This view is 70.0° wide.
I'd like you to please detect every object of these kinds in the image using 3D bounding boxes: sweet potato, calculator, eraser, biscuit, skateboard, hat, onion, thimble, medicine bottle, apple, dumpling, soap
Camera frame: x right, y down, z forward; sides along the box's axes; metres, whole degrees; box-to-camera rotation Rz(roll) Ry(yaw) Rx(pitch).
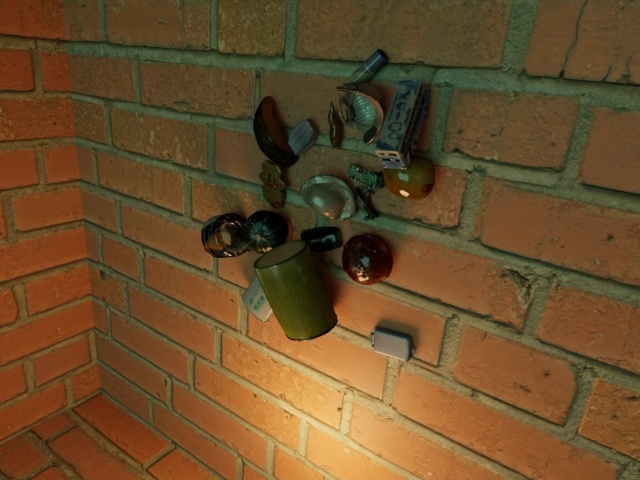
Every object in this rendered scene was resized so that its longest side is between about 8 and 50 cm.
[{"bbox_3d":[0.056,-0.463,1.837,0.057,0.056,0.194,5,115,34],"label":"sweet potato"},{"bbox_3d":[0.304,0.443,1.951,0.211,0.039,0.120,9,111,33],"label":"calculator"},{"bbox_3d":[-0.261,0.250,2.257,0.189,0.104,0.290,48,125,19],"label":"eraser"},{"bbox_3d":[-0.221,-0.252,2.091,0.166,0.036,0.225,27,130,29],"label":"biscuit"},{"bbox_3d":[0.191,-0.157,1.839,0.080,0.067,0.151,-32,81,28],"label":"skateboard"},{"bbox_3d":[0.162,-0.482,1.644,0.161,0.275,0.232,-35,109,0],"label":"hat"},{"bbox_3d":[0.172,0.084,1.858,0.230,0.164,0.229,17,116,40],"label":"onion"},{"bbox_3d":[-0.456,-0.017,2.247,0.150,0.237,0.237,-9,99,41],"label":"thimble"},{"bbox_3d":[0.153,-0.618,1.721,0.231,0.059,0.059,-36,82,37],"label":"medicine bottle"},{"bbox_3d":[0.322,-0.226,1.650,0.183,0.182,0.155,10,119,33],"label":"apple"},{"bbox_3d":[0.040,-0.189,1.890,0.247,0.142,0.172,28,118,0],"label":"dumpling"},{"bbox_3d":[-0.072,-0.444,1.936,0.149,0.056,0.100,-39,83,37],"label":"soap"}]

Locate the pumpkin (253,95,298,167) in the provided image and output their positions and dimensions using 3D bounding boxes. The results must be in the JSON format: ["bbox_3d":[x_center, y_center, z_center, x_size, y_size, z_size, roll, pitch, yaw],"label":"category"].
[{"bbox_3d":[-0.243,-0.455,2.002,0.169,0.148,0.312,-23,88,36],"label":"pumpkin"}]

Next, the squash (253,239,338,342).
[{"bbox_3d":[-0.105,0.224,1.995,0.263,0.263,0.384,-9,111,37],"label":"squash"}]

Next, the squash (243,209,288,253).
[{"bbox_3d":[-0.252,-0.039,2.115,0.218,0.172,0.217,6,102,29],"label":"squash"}]

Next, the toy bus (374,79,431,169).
[{"bbox_3d":[0.285,-0.399,1.571,0.106,0.131,0.297,11,76,33],"label":"toy bus"}]

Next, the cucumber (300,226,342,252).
[{"bbox_3d":[0.000,0.000,2.012,0.193,0.086,0.115,-10,96,30],"label":"cucumber"}]

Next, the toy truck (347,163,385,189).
[{"bbox_3d":[0.183,-0.256,1.813,0.175,0.081,0.067,34,122,45],"label":"toy truck"}]
